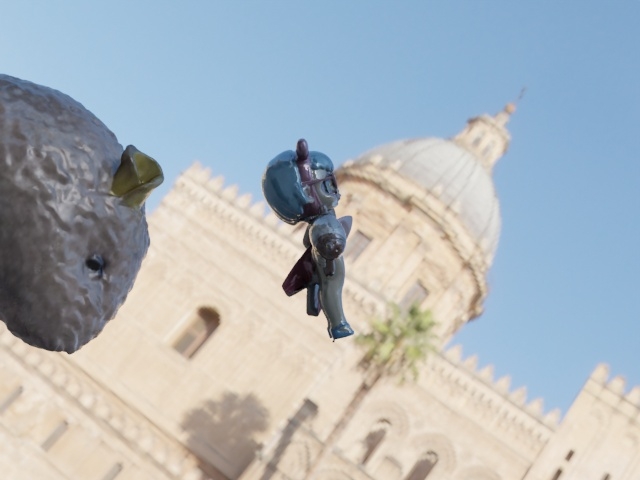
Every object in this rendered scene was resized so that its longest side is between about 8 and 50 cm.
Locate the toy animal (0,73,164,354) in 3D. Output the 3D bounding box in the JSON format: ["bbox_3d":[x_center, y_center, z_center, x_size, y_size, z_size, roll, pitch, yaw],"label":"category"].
[{"bbox_3d":[-0.322,-0.056,1.103,0.358,0.226,0.188,54,-31,-1],"label":"toy animal"}]

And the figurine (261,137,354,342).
[{"bbox_3d":[-0.012,0.003,1.284,0.205,0.103,0.260,-1,78,-83],"label":"figurine"}]
